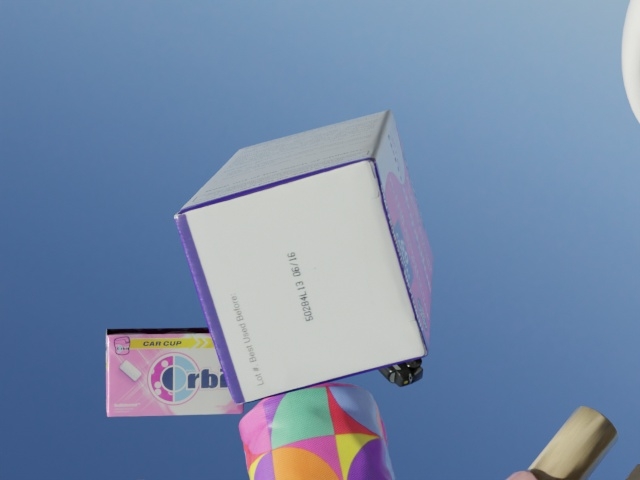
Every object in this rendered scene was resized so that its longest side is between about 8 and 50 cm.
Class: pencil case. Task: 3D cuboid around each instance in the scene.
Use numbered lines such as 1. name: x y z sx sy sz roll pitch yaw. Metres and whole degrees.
1. pencil case: 0.015 0.209 0.859 0.104 0.104 0.236 4 -119 -34

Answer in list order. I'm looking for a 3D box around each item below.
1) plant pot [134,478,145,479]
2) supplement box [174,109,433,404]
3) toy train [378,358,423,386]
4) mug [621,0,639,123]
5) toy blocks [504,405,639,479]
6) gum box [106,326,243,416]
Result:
1. plant pot: -0.321 0.462 1.955 0.187 0.205 0.205 -11 -147 -24
2. supplement box: 0.000 0.000 0.813 0.113 0.111 0.220 -15 -169 7
3. toy train: 0.033 0.076 1.224 0.036 0.027 0.158 -26 -129 -24
4. mug: 0.358 -0.094 0.767 0.374 0.328 0.276 7 -122 16
5. toy blocks: 0.262 0.315 0.995 0.260 0.289 0.309 -45 -156 -24
6. gum box: -0.186 0.171 1.796 0.188 0.107 0.062 0 -176 -11
